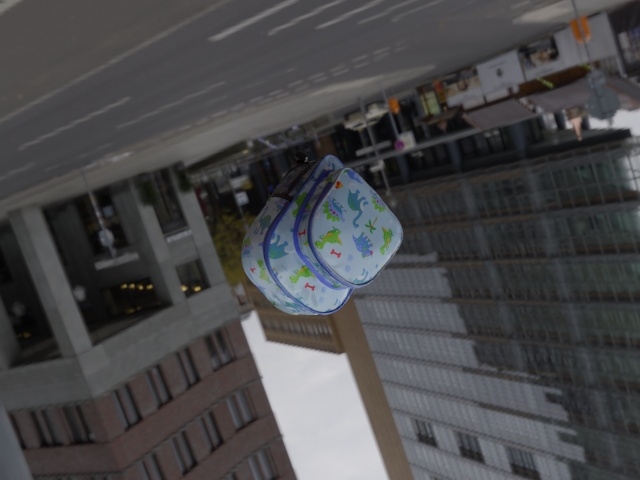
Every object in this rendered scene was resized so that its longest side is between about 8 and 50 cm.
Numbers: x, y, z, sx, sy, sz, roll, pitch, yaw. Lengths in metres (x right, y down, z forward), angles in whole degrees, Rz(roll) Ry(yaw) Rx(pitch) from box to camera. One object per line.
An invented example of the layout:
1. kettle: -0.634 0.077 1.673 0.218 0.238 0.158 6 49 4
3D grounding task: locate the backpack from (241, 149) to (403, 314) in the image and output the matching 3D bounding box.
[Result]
1. backpack: 0.000 0.000 0.581 0.084 0.105 0.114 0 -132 56
